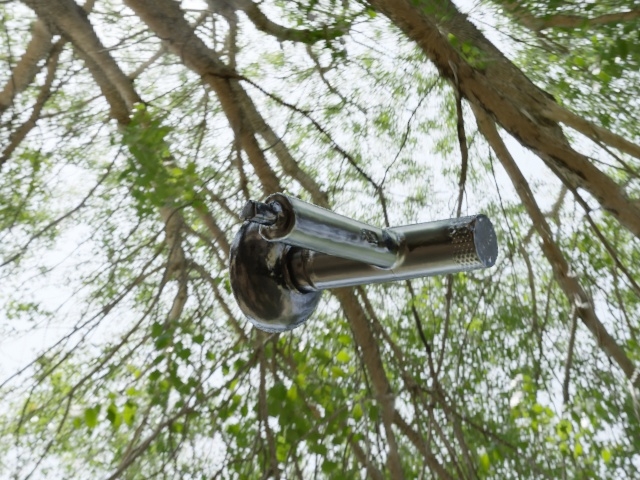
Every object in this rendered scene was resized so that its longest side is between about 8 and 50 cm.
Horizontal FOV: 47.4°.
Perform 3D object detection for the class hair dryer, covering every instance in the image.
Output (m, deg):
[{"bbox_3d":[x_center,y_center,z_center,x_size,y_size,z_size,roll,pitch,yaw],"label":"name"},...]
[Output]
[{"bbox_3d":[-0.011,-0.012,0.814,0.284,0.156,0.320,29,-31,-35],"label":"hair dryer"}]
